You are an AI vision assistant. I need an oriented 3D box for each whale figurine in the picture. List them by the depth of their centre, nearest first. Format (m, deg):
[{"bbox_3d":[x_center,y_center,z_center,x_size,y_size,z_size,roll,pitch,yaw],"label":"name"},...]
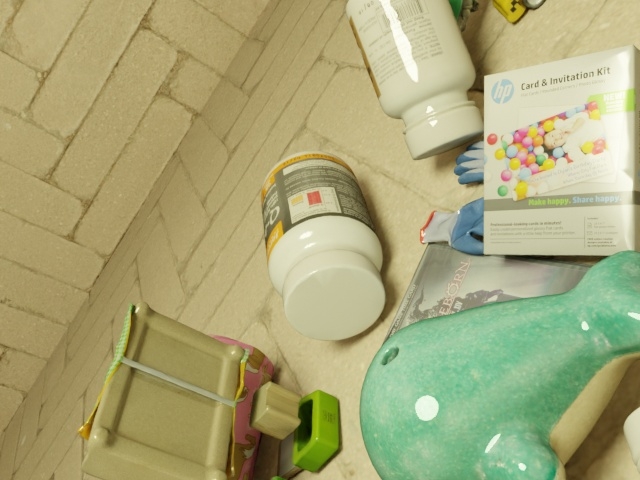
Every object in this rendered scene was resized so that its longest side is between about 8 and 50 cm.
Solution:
[{"bbox_3d":[0.139,0.102,0.474,0.272,0.141,0.216,-46,12,27],"label":"whale figurine"}]

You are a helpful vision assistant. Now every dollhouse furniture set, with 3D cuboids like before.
[{"bbox_3d":[-0.141,0.239,0.709,0.151,0.302,0.197,-46,26,31],"label":"dollhouse furniture set"}]

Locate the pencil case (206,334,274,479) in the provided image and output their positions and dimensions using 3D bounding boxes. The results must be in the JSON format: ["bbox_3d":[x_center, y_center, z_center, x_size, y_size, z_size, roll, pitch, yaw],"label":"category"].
[{"bbox_3d":[-0.171,0.332,0.842,0.167,0.160,0.386,100,178,-55],"label":"pencil case"}]

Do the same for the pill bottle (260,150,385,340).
[{"bbox_3d":[0.000,0.000,0.866,0.162,0.162,0.278,-47,30,23],"label":"pill bottle"}]

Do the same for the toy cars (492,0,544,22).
[{"bbox_3d":[0.358,-0.416,0.746,0.394,0.087,0.176,-8,58,57],"label":"toy cars"}]

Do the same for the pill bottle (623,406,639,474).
[{"bbox_3d":[0.245,0.185,0.334,0.112,0.112,0.186,-40,33,34],"label":"pill bottle"}]

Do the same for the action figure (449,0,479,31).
[{"bbox_3d":[0.219,-0.378,0.911,0.137,0.064,0.232,71,-149,-84],"label":"action figure"}]

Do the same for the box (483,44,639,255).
[{"bbox_3d":[0.231,-0.078,0.577,0.145,0.038,0.186,0,88,44],"label":"box"}]

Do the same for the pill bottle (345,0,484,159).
[{"bbox_3d":[0.131,-0.231,0.798,0.131,0.131,0.229,-23,87,49],"label":"pill bottle"}]

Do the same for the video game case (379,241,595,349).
[{"bbox_3d":[0.168,0.104,0.634,0.274,0.026,0.196,11,74,60],"label":"video game case"}]

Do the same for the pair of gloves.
[{"bbox_3d":[0.202,-0.067,0.719,0.159,0.023,0.198,-3,54,57],"label":"pair of gloves"}]
